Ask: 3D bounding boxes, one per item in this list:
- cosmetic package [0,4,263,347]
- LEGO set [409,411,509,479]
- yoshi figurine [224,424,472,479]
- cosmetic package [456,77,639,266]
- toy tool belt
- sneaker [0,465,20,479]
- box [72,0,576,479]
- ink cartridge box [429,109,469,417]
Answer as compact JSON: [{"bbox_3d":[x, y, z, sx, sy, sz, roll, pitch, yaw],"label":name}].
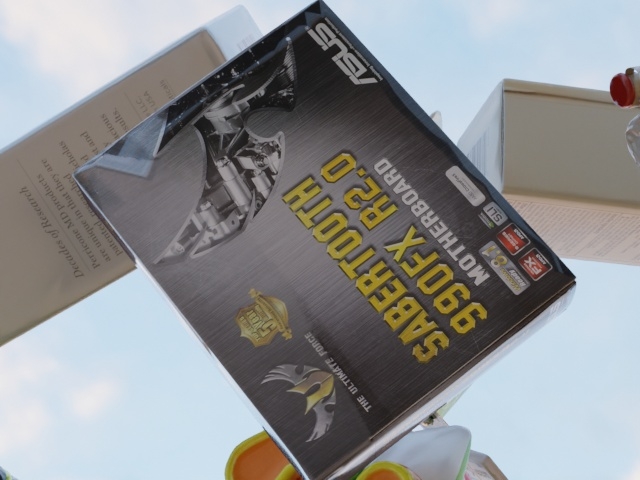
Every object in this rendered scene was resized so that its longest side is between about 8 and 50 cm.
[{"bbox_3d":[-0.239,-0.038,1.398,0.453,0.230,0.161,-29,-80,13],"label":"cosmetic package"},{"bbox_3d":[0.073,0.141,1.328,0.060,0.182,0.244,-53,-56,-20],"label":"LEGO set"},{"bbox_3d":[0.049,0.279,1.203,0.203,0.203,0.362,-10,-29,22],"label":"yoshi figurine"},{"bbox_3d":[0.291,-0.051,1.325,0.310,0.113,0.160,6,-19,-10],"label":"cosmetic package"},{"bbox_3d":[0.192,-0.056,0.774,0.051,0.083,0.052,-14,-18,-21],"label":"toy tool belt"},{"bbox_3d":[-0.271,0.284,1.265,0.145,0.385,0.147,-51,-12,10],"label":"sneaker"},{"bbox_3d":[0.000,0.000,0.821,0.183,0.231,0.056,-36,-19,-11],"label":"box"},{"bbox_3d":[0.130,0.039,1.611,0.207,0.119,0.353,-47,-27,-15],"label":"ink cartridge box"}]
